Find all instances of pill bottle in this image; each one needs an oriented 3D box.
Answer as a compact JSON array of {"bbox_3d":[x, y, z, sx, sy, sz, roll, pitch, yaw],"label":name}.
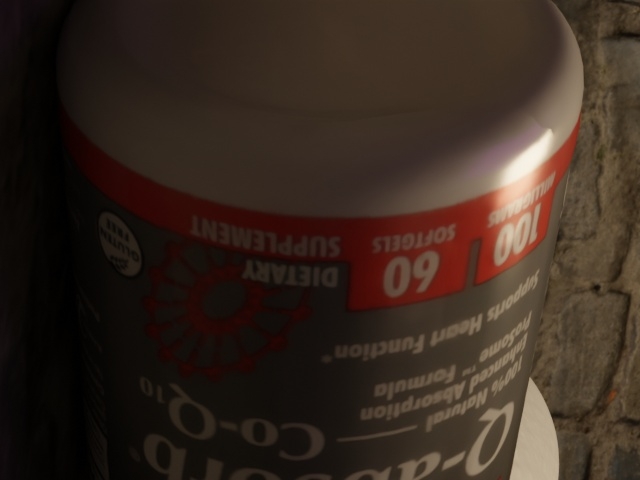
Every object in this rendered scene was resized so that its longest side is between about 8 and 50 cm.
[{"bbox_3d":[-0.007,0.055,0.621,0.210,0.210,0.363,-72,168,-52],"label":"pill bottle"}]

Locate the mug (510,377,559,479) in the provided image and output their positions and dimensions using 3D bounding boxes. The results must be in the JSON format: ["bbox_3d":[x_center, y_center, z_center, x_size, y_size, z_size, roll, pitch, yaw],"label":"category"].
[{"bbox_3d":[0.065,0.190,1.125,0.328,0.276,0.374,-40,137,-74],"label":"mug"}]
